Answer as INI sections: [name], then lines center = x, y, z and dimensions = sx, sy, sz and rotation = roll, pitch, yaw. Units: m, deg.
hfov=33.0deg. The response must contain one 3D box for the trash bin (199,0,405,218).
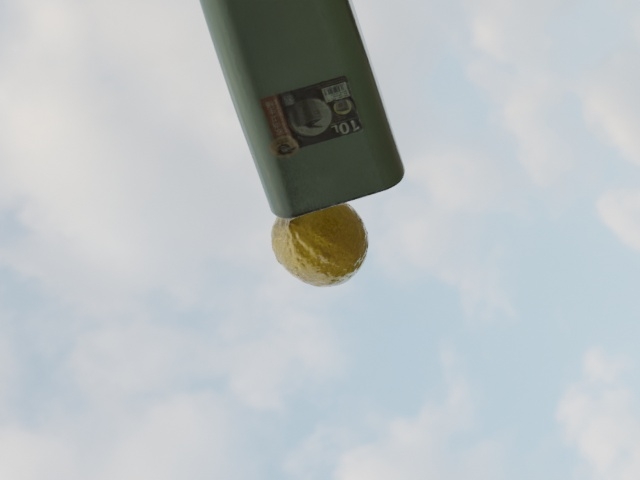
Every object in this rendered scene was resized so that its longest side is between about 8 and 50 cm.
[trash bin]
center = -0.039, -0.226, 1.149
dimensions = 0.223, 0.158, 0.343
rotation = -101, -8, -46

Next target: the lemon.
[lemon]
center = -0.002, 0.000, 2.038
dimensions = 0.193, 0.180, 0.181
rotation = -8, -101, -48
